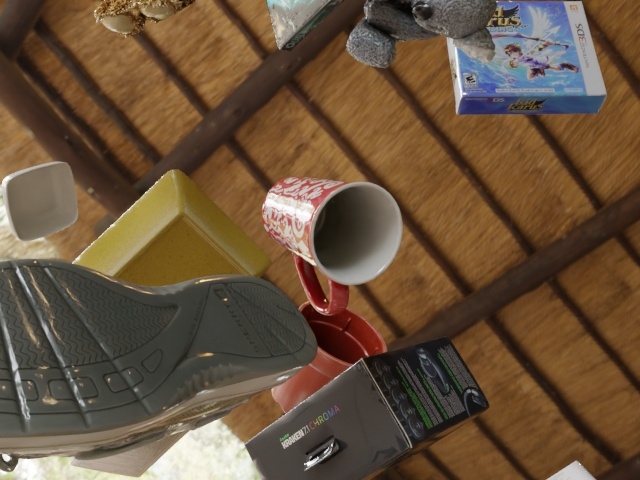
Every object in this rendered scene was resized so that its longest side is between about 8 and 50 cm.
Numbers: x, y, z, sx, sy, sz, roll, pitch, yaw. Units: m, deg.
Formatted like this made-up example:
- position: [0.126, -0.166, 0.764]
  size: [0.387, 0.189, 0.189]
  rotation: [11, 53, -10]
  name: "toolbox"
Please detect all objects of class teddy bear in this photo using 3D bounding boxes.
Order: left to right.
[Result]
- position: [-0.284, -0.483, 1.327]
  size: [0.245, 0.338, 0.113]
  rotation: [-1, -55, 44]
  name: "teddy bear"

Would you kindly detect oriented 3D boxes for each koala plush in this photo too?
- position: [0.178, -0.369, 1.082]
  size: [0.221, 0.203, 0.196]
  rotation: [25, -51, 44]
  name: "koala plush"

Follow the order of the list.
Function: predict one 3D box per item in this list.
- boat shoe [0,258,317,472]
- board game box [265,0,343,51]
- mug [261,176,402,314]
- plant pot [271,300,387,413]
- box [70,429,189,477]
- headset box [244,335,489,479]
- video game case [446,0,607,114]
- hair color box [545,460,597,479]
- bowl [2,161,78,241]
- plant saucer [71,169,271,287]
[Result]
- position: [-0.133, 0.085, 0.457]
  size: [0.103, 0.320, 0.118]
  rotation: [-49, -116, 26]
  name: "boat shoe"
- position: [-0.015, -0.376, 1.024]
  size: [0.186, 0.026, 0.126]
  rotation: [-30, -110, 47]
  name: "board game box"
- position: [-0.006, -0.006, 0.829]
  size: [0.113, 0.150, 0.169]
  rotation: [32, -4, -29]
  name: "mug"
- position: [0.006, 0.354, 1.992]
  size: [0.272, 0.272, 0.265]
  rotation: [33, -63, 10]
  name: "plant pot"
- position: [-0.345, 0.327, 1.308]
  size: [0.148, 0.121, 0.311]
  rotation: [19, -39, -23]
  name: "box"
- position: [0.068, 0.267, 1.026]
  size: [0.246, 0.283, 0.131]
  rotation: [-40, -112, 26]
  name: "headset box"
- position: [0.386, -0.355, 1.367]
  size: [0.269, 0.244, 0.061]
  rotation: [-1, -30, -1]
  name: "video game case"
- position: [0.187, 0.216, 0.477]
  size: [0.043, 0.072, 0.141]
  rotation: [58, 0, -15]
  name: "hair color box"
- position: [-0.552, -0.081, 1.388]
  size: [0.053, 0.142, 0.142]
  rotation: [19, -58, 35]
  name: "bowl"
- position: [-0.307, 0.075, 1.507]
  size: [0.333, 0.333, 0.081]
  rotation: [47, -1, -32]
  name: "plant saucer"
